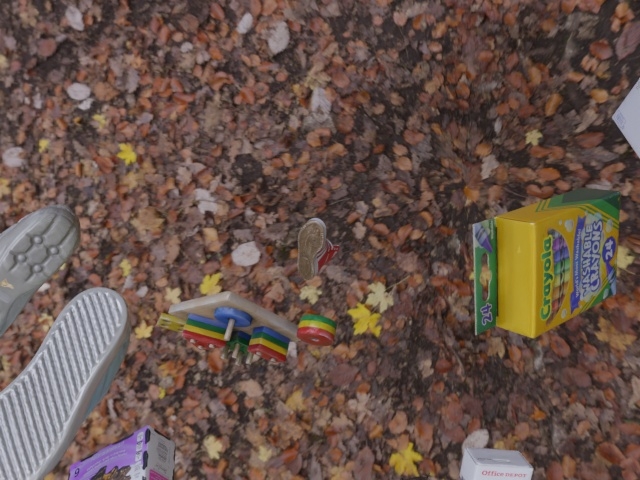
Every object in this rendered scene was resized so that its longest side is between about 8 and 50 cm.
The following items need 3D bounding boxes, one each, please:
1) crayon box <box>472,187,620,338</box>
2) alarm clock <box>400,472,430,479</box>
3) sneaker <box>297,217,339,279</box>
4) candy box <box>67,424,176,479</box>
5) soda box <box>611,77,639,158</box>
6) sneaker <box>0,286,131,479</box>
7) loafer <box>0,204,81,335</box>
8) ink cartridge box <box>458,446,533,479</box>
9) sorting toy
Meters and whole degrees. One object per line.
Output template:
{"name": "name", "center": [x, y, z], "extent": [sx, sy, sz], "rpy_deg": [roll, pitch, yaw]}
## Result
{"name": "crayon box", "center": [0.406, 0.037, 1.024], "extent": [0.083, 0.323, 0.202], "rpy_deg": [16, 116, 52]}
{"name": "alarm clock", "center": [0.132, 0.487, 1.084], "extent": [0.192, 0.129, 0.064], "rpy_deg": [-10, 60, -20]}
{"name": "sneaker", "center": [0.000, 0.000, 0.868], "extent": [0.042, 0.067, 0.118], "rpy_deg": [32, 138, 18]}
{"name": "candy box", "center": [-0.308, 0.408, 0.880], "extent": [0.165, 0.196, 0.070], "rpy_deg": [-29, 128, 11]}
{"name": "soda box", "center": [0.451, -0.105, 0.712], "extent": [0.074, 0.069, 0.216], "rpy_deg": [-2, 53, -13]}
{"name": "sneaker", "center": [-0.397, 0.252, 0.878], "extent": [0.135, 0.150, 0.365], "rpy_deg": [29, 64, 9]}
{"name": "loafer", "center": [-0.498, 0.066, 0.901], "extent": [0.319, 0.111, 0.112], "rpy_deg": [-40, 117, 0]}
{"name": "ink cartridge box", "center": [0.314, 0.463, 1.071], "extent": [0.109, 0.063, 0.150], "rpy_deg": [6, 101, -8]}
{"name": "sorting toy", "center": [-0.117, 0.121, 0.752], "extent": [0.275, 0.132, 0.046], "rpy_deg": [-16, 51, 43]}
